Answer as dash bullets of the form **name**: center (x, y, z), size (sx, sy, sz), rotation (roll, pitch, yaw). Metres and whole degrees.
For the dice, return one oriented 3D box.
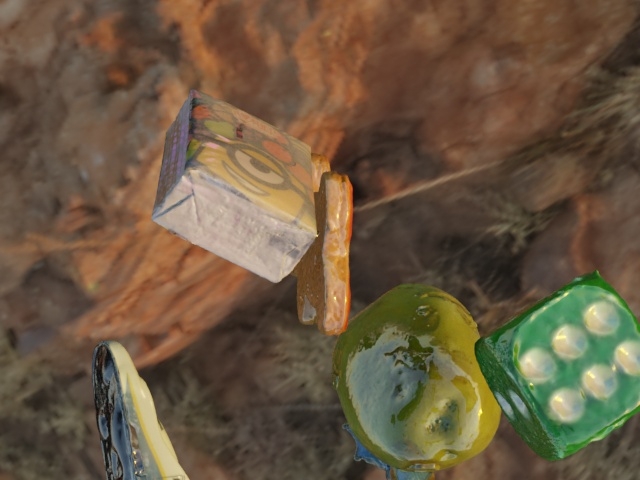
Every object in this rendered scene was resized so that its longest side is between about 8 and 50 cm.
- **dice**: center (0.220, 0.110, 1.406), size (0.128, 0.120, 0.131), rotation (-30, 83, -9)

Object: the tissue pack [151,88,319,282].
- **tissue pack**: center (-0.061, -0.044, 1.186), size (0.109, 0.148, 0.060), rotation (28, 114, -16)

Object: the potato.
- **potato**: center (0.098, 0.144, 1.693), size (0.253, 0.149, 0.186), rotation (25, 112, 61)

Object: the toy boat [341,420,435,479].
- **toy boat**: center (0.077, 0.275, 1.944), size (0.185, 0.077, 0.075), rotation (40, 154, 61)

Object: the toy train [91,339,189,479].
- **toy train**: center (-0.106, 0.177, 1.037), size (0.052, 0.051, 0.233), rotation (-31, 65, 54)

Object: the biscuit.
- **biscuit**: center (0.001, 0.000, 1.520), size (0.036, 0.250, 0.165), rotation (2, 94, -10)
